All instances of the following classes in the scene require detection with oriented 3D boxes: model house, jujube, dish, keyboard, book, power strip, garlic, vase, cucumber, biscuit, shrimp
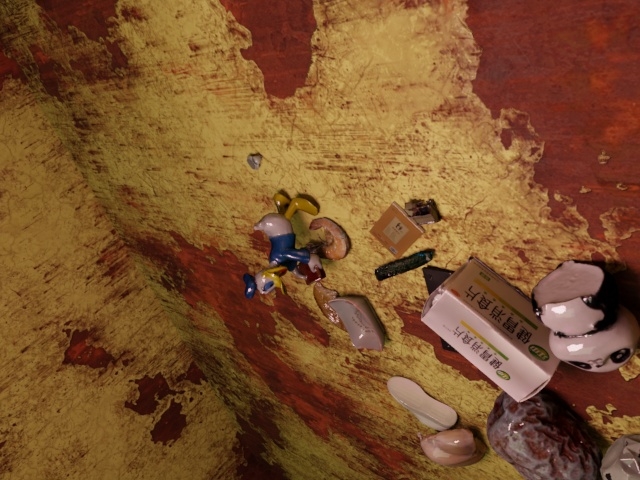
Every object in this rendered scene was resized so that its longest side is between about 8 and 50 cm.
[{"bbox_3d":[0.259,-0.068,1.537,0.083,0.057,0.058,-11,145,33],"label":"model house"},{"bbox_3d":[0.603,0.544,1.628,0.317,0.226,0.226,38,147,6],"label":"jujube"},{"bbox_3d":[0.136,0.267,2.014,0.151,0.077,0.212,-2,123,53],"label":"dish"},{"bbox_3d":[0.364,0.203,1.721,0.106,0.027,0.317,11,133,39],"label":"keyboard"},{"bbox_3d":[0.210,-0.025,1.671,0.118,0.012,0.172,44,148,6],"label":"book"},{"bbox_3d":[-0.207,-0.254,1.913,0.055,0.035,0.083,54,161,-9],"label":"power strip"},{"bbox_3d":[0.443,0.716,2.046,0.227,0.110,0.217,-10,144,37],"label":"garlic"},{"bbox_3d":[0.880,0.632,1.461,0.360,0.165,0.165,33,146,15],"label":"vase"},{"bbox_3d":[0.238,0.070,1.709,0.256,0.044,0.043,-28,84,56],"label":"cucumber"},{"bbox_3d":[0.061,0.252,2.129,0.228,0.031,0.176,35,147,20],"label":"biscuit"},{"bbox_3d":[0.002,-0.001,1.921,0.251,0.052,0.144,-11,105,47],"label":"shrimp"}]

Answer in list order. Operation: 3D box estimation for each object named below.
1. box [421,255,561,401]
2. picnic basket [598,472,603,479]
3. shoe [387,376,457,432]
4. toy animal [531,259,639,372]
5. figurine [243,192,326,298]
[{"bbox_3d":[0.433,0.212,1.492,0.333,0.173,0.145,40,136,13],"label":"box"},{"bbox_3d":[0.844,0.713,1.672,0.193,0.055,0.110,42,147,9],"label":"picnic basket"},{"bbox_3d":[0.343,0.581,2.092,0.265,0.095,0.110,30,144,23],"label":"shoe"},{"bbox_3d":[0.581,0.178,1.303,0.187,0.165,0.235,-21,106,37],"label":"toy animal"},{"bbox_3d":[-0.120,0.058,1.860,0.283,0.338,0.204,46,156,-18],"label":"figurine"}]
